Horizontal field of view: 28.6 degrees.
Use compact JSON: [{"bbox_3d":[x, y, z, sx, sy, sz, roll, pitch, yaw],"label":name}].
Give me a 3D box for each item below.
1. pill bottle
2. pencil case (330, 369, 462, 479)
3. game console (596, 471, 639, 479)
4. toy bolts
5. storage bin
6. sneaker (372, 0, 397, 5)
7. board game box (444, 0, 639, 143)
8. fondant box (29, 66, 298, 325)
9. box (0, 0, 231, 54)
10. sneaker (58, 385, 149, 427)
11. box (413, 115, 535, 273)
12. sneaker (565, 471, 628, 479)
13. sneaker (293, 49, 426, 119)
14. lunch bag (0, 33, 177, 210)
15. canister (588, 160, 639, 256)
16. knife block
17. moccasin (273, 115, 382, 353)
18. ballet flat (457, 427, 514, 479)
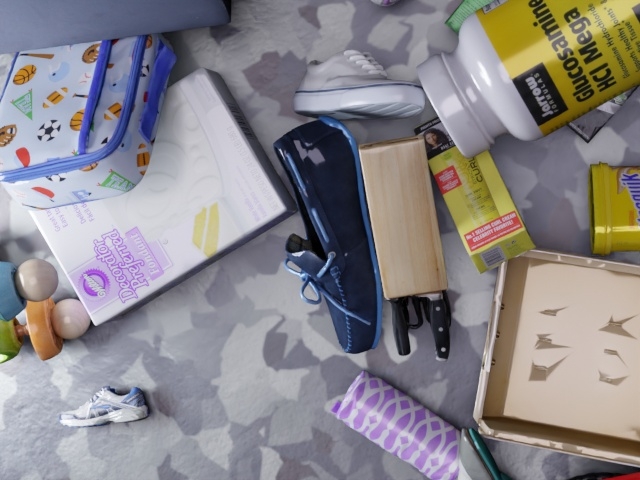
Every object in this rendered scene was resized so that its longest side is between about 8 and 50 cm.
[{"bbox_3d":[0.301,-0.246,1.611,0.334,0.188,0.188,-30,88,12],"label":"pill bottle"},{"bbox_3d":[0.119,0.269,1.776,0.206,0.088,0.086,36,53,6],"label":"pencil case"},{"bbox_3d":[0.532,0.458,1.669,0.342,0.060,0.386,-11,112,12],"label":"game console"},{"bbox_3d":[-0.435,0.060,1.792,0.158,0.228,0.218,-15,78,1],"label":"toy bolts"},{"bbox_3d":[0.356,0.151,1.710,0.260,0.123,0.262,9,94,8],"label":"storage bin"},{"bbox_3d":[0.117,-0.475,1.742,0.152,0.114,0.305,22,92,21],"label":"sneaker"},{"bbox_3d":[0.312,-0.267,1.718,0.260,0.030,0.136,41,107,1],"label":"board game box"},{"bbox_3d":[-0.235,-0.061,1.809,0.330,0.096,0.238,-31,87,10],"label":"fondant box"},{"bbox_3d":[-0.302,-0.444,1.698,0.343,0.179,0.312,-6,60,10],"label":"box"},{"bbox_3d":[-0.323,0.246,1.865,0.135,0.052,0.058,-8,81,2],"label":"sneaker"},{"bbox_3d":[0.205,-0.072,1.698,0.087,0.058,0.232,-25,55,10],"label":"box"},{"bbox_3d":[0.447,0.392,1.716,0.300,0.111,0.121,2,97,11],"label":"sneaker"},{"bbox_3d":[0.047,-0.215,1.699,0.258,0.094,0.091,8,89,52],"label":"sneaker"},{"bbox_3d":[-0.324,-0.192,1.732,0.243,0.115,0.303,-11,53,23],"label":"lunch bag"},{"bbox_3d":[0.452,-0.044,1.695,0.170,0.073,0.126,-1,64,7],"label":"canister"},{"bbox_3d":[0.122,0.024,1.687,0.088,0.275,0.242,-10,62,5],"label":"knife block"},{"bbox_3d":[0.000,0.000,1.729,0.117,0.138,0.342,-17,106,-18],"label":"moccasin"},{"bbox_3d":[0.227,0.334,1.717,0.068,0.072,0.213,-31,129,12],"label":"ballet flat"}]
